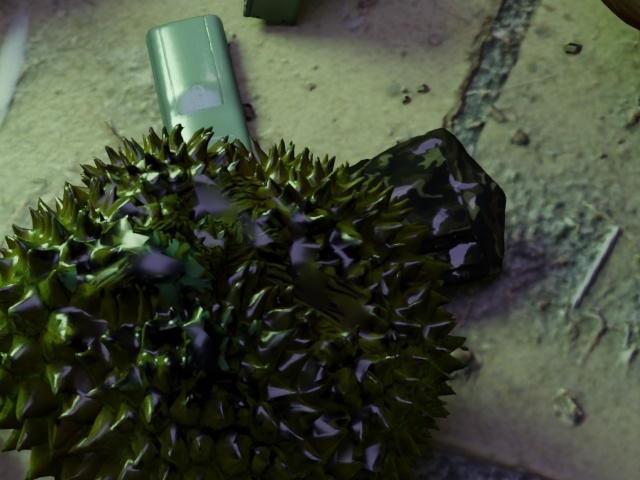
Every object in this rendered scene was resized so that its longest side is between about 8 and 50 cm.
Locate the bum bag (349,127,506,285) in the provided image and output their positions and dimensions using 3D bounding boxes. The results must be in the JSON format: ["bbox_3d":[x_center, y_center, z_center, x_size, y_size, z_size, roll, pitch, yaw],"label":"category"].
[{"bbox_3d":[0.000,-0.001,1.101,0.248,0.069,0.102,-14,94,-3],"label":"bum bag"}]

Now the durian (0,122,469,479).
[{"bbox_3d":[-0.063,0.071,0.965,0.291,0.224,0.291,16,54,-24],"label":"durian"}]

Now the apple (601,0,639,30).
[{"bbox_3d":[0.304,-0.271,1.121,0.250,0.277,0.309,10,67,-1],"label":"apple"}]

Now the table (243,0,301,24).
[{"bbox_3d":[0.010,-0.290,1.270,0.111,0.121,0.240,8,56,-8],"label":"table"}]

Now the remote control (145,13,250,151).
[{"bbox_3d":[-0.085,-0.093,1.198,0.061,0.029,0.162,-15,56,-1],"label":"remote control"}]
